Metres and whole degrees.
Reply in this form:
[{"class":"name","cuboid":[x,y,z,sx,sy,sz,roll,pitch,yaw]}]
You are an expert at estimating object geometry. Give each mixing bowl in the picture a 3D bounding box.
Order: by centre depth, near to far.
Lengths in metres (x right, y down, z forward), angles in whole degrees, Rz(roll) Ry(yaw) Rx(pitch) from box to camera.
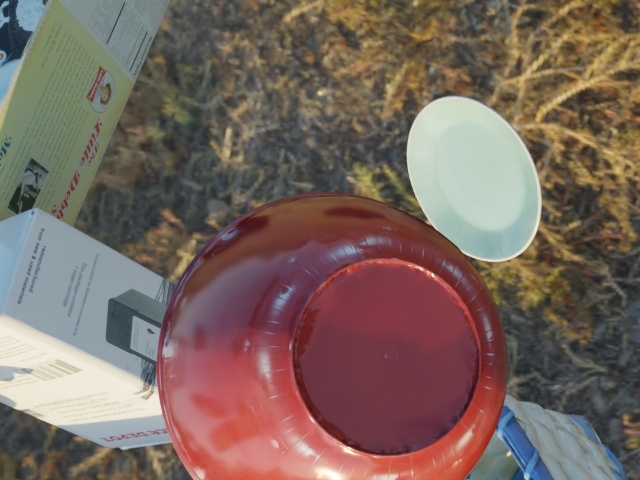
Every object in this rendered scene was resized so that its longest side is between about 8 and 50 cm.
[{"class":"mixing bowl","cuboid":[0.017,0.056,0.511,0.098,0.182,0.181,144,126,-74]}]

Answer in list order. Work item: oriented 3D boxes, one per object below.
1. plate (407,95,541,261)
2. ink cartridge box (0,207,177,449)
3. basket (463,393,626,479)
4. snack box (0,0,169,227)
[{"class":"plate","cuboid":[0.167,-0.068,1.160,0.188,0.024,0.188,32,136,38]},{"class":"ink cartridge box","cuboid":[-0.231,0.097,1.033,0.198,0.273,0.114,-15,53,40]},{"class":"basket","cuboid":[0.107,0.232,0.798,0.201,0.289,0.254,-61,32,27]},{"class":"snack box","cuboid":[-0.259,-0.152,1.047,0.060,0.187,0.321,15,76,20]}]
